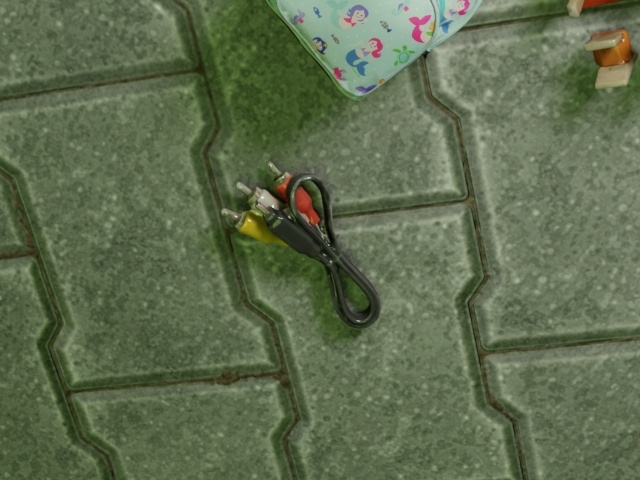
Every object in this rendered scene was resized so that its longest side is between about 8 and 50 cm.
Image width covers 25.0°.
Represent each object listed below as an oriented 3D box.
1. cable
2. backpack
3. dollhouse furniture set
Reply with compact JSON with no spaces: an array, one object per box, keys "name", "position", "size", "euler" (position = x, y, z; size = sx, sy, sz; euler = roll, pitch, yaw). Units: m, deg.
[{"name":"cable","position":[0.000,0.000,2.075],"size":[0.139,0.072,0.287],"euler":[-44,116,10]},{"name":"backpack","position":[0.075,-0.321,1.801],"size":[0.253,0.191,0.225],"euler":[-34,111,18]},{"name":"dollhouse furniture set","position":[0.424,-0.345,1.769],"size":[0.259,0.135,0.262],"euler":[-7,117,27]}]
